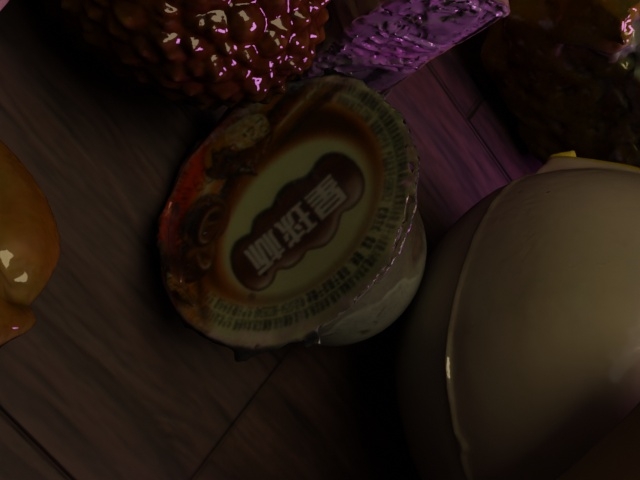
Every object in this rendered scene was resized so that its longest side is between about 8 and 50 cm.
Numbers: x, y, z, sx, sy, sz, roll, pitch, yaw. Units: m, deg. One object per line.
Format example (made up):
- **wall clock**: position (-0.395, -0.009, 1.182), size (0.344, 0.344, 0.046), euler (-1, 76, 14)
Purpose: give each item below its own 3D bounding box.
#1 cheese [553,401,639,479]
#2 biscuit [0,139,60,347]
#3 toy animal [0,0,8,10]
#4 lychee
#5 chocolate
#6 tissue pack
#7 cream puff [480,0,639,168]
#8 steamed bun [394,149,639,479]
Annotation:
- **cheese**: position (0.216, 0.221, 0.500), size (0.242, 0.265, 0.124), euler (38, 20, -7)
- **biscuit**: position (-0.250, -0.042, 0.488), size (0.260, 0.041, 0.203), euler (47, 33, 2)
- **toy animal**: position (-0.257, -0.221, 0.548), size (0.124, 0.124, 0.212), euler (-19, 58, -40)
- **lychee**: position (-0.094, -0.194, 0.607), size (0.200, 0.200, 0.238), euler (-28, 77, -39)
- **chocolate**: position (-0.005, -0.001, 0.663), size (0.147, 0.221, 0.221), euler (45, 50, -57)
- **tissue pack**: position (0.048, -0.261, 0.723), size (0.123, 0.215, 0.256), euler (5, 76, -27)
- **cream puff**: position (0.298, -0.173, 0.860), size (0.185, 0.282, 0.282), euler (-44, 107, -29)
- **steamed bun**: position (0.225, 0.122, 0.706), size (0.374, 0.334, 0.334), euler (53, 53, -27)
